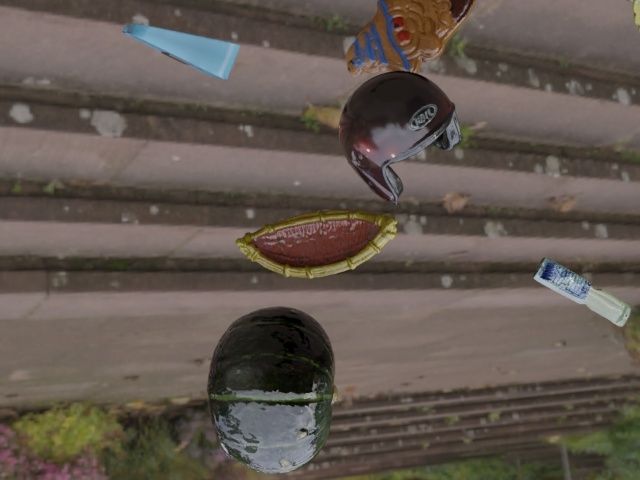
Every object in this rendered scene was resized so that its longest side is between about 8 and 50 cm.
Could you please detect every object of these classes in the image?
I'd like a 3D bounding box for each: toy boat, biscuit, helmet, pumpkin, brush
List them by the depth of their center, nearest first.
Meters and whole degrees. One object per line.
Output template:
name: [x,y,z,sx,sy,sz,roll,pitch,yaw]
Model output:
brush: [0.347,0.069,1.089,0.178,0.033,0.030,26,171,-27]
helmet: [0.128,-0.184,1.407,0.189,0.193,0.216,-41,-169,-16]
biscuit: [0.169,-0.392,1.568,0.280,0.183,0.043,-30,158,14]
toy boat: [0.000,0.002,1.640,0.317,0.141,0.099,-7,159,12]
pumpkin: [-0.087,0.292,1.652,0.241,0.323,0.323,-3,168,7]

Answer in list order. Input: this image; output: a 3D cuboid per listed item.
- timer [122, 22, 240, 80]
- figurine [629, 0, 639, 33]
timer: [-0.336,-0.473,2.005,0.249,0.091,0.232,19,-172,-24]
figurine: [0.713,-0.519,1.787,0.187,0.168,0.315,-10,-154,7]
